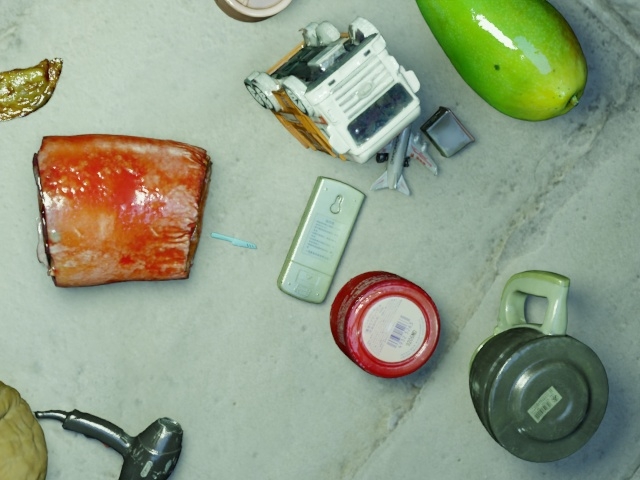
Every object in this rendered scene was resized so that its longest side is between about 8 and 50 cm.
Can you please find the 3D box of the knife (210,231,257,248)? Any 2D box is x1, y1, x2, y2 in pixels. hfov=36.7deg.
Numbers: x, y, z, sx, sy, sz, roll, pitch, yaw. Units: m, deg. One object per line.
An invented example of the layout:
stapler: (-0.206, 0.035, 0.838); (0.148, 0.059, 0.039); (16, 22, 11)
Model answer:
knife: (-0.159, 0.002, 1.779); (0.091, 0.005, 0.014); (15, 92, -15)

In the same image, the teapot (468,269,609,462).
teapot: (0.370, 0.230, 1.814); (0.240, 0.239, 0.321); (-24, 106, -11)

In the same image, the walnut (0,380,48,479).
walnut: (-0.590, 0.364, 1.564); (0.252, 0.313, 0.277); (-27, 110, 8)

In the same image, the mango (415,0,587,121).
mango: (0.318, -0.370, 1.743); (0.382, 0.225, 0.201); (42, 102, 5)

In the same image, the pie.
pie: (-0.526, -0.252, 1.648); (0.191, 0.033, 0.088); (-15, 104, -11)

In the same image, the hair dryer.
hair dryer: (-0.403, 0.380, 1.747); (0.272, 0.091, 0.235); (31, 99, -3)

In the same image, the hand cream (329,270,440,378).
hand cream: (0.120, 0.155, 1.804); (0.193, 0.125, 0.193); (-1, 97, -11)

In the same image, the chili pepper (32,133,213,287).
chili pepper: (-0.327, -0.048, 1.623); (0.306, 0.229, 0.251); (1, 80, -13)

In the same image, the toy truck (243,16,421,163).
toy truck: (0.024, -0.236, 1.603); (0.173, 0.387, 0.207); (-41, 109, -6)

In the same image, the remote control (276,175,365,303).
remote control: (0.000, 0.000, 1.800); (0.098, 0.038, 0.233); (21, 91, -15)

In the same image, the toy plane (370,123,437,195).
toy plane: (0.145, -0.172, 1.799); (0.162, 0.065, 0.171); (8, 93, -14)

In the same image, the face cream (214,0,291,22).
face cream: (-0.117, -0.459, 1.682); (0.149, 0.104, 0.149); (-2, 97, -13)

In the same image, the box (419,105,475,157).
box: (0.238, -0.202, 1.823); (0.063, 0.060, 0.084); (-43, 105, -1)
